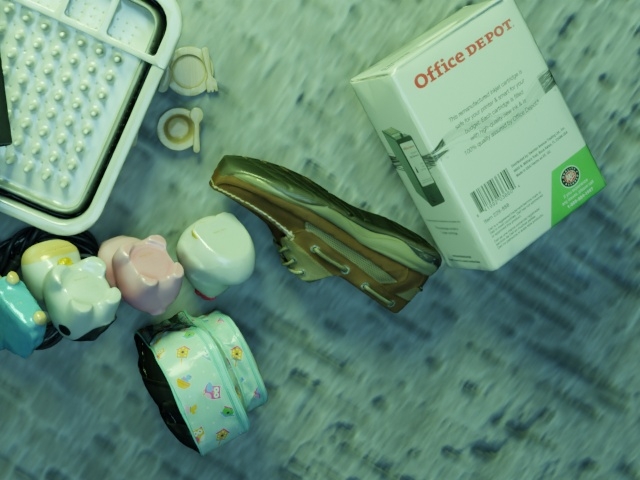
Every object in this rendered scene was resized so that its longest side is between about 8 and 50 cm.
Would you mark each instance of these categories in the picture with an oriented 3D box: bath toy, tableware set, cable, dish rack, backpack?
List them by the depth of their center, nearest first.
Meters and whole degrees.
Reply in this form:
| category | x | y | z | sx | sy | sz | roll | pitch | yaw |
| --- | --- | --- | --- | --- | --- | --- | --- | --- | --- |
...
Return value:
| category | x | y | z | sx | sy | sz | roll | pitch | yaw |
| --- | --- | --- | --- | --- | --- | --- | --- | --- | --- |
| dish rack | -0.349 | -0.200 | 1.676 | 0.285 | 0.072 | 0.333 | 24 | 96 | -7 |
| bath toy | -0.247 | 0.051 | 1.698 | 0.348 | 0.151 | 0.129 | -15 | 149 | -32 |
| backpack | -0.150 | 0.180 | 1.742 | 0.144 | 0.188 | 0.166 | -21 | 104 | -5 |
| tableware set | -0.216 | -0.183 | 1.744 | 0.168 | 0.020 | 0.141 | 4 | 100 | -11 |
| cable | -0.363 | 0.060 | 1.752 | 0.184 | 0.047 | 0.151 | -26 | 105 | -4 |

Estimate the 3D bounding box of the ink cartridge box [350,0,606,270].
| category | x | y | z | sx | sy | sz | roll | pitch | yaw |
| --- | --- | --- | --- | --- | --- | --- | --- | --- | --- |
| ink cartridge box | 0.204 | -0.138 | 1.753 | 0.211 | 0.121 | 0.289 | -34 | 105 | -21 |

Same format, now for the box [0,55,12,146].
| category | x | y | z | sx | sy | sz | roll | pitch | yaw |
| --- | --- | --- | --- | --- | --- | --- | --- | --- | --- |
| box | -0.531 | -0.232 | 1.545 | 0.296 | 0.183 | 0.294 | -5 | 94 | 7 |

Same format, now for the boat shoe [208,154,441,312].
| category | x | y | z | sx | sy | sz | roll | pitch | yaw |
| --- | --- | --- | --- | --- | --- | --- | --- | --- | --- |
| boat shoe | 0.000 | 0.000 | 1.771 | 0.324 | 0.122 | 0.120 | 26 | 101 | -14 |
